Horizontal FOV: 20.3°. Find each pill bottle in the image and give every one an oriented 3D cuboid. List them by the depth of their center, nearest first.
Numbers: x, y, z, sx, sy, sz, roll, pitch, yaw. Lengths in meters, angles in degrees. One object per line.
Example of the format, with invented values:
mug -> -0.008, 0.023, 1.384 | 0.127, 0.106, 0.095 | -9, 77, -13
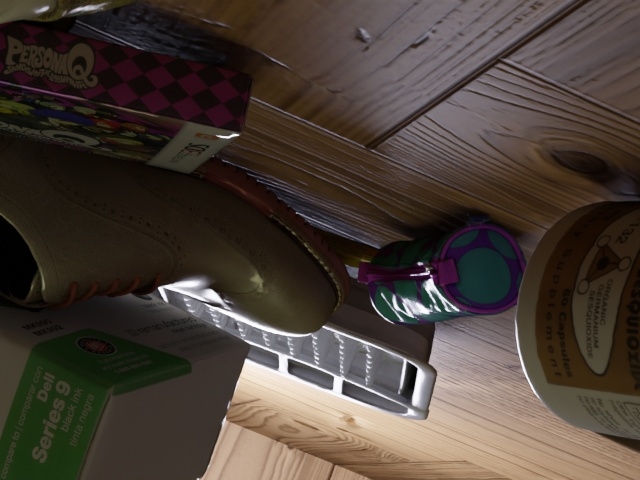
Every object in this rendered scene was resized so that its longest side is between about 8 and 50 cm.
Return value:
pill bottle -> 0.219, 0.046, 0.915 | 0.131, 0.131, 0.229 | 28, 166, -31

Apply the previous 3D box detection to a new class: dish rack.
dish rack -> -0.026, 0.061, 1.555 | 0.285, 0.072, 0.333 | 21, 168, 6

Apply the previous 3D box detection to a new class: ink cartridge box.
ink cartridge box -> -0.233, 0.082, 1.314 | 0.289, 0.121, 0.211 | 25, -165, 20

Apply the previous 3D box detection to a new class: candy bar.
candy bar -> 0.000, 0.000, 1.365 | 0.161, 0.018, 0.040 | 21, 165, 4

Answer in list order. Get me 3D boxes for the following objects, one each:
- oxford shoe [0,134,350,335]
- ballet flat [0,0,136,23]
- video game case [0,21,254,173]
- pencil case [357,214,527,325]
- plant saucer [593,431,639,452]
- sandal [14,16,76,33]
oxford shoe -> -0.161, 0.001, 1.272 | 0.397, 0.146, 0.140 | 24, 147, -20
ballet flat -> -0.189, -0.156, 0.763 | 0.123, 0.123, 0.348 | 15, 167, 29
video game case -> -0.171, -0.091, 1.073 | 0.232, 0.042, 0.210 | 12, 173, -12
pencil case -> 0.082, 0.023, 1.215 | 0.070, 0.064, 0.151 | 8, 172, -17
plant saucer -> 0.312, 0.152, 1.454 | 0.278, 0.041, 0.278 | 20, 168, 5
sandal -> -0.225, -0.150, 1.001 | 0.180, 0.049, 0.072 | 27, 167, -16
